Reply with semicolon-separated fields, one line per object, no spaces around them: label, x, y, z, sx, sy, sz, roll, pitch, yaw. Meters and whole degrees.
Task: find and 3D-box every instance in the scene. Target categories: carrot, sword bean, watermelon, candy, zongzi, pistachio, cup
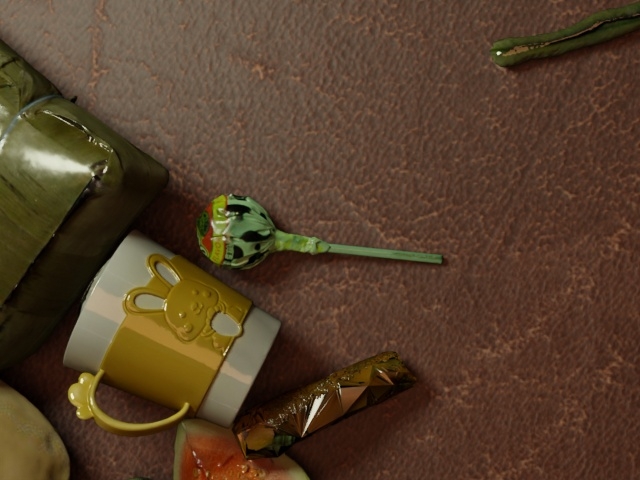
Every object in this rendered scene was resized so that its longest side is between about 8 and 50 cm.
carrot;0.005;0.198;1.428;0.228;0.069;0.069;-24;89;-9
sword bean;0.335;-0.258;1.412;0.269;0.038;0.043;-17;95;8
watermelon;-0.116;0.300;1.454;0.193;0.137;0.145;-34;53;6
candy;0.000;0.000;1.449;0.305;0.083;0.091;5;75;-2
zongzi;-0.427;-0.062;1.440;0.393;0.174;0.356;40;104;14
pistachio;-0.444;0.246;1.450;0.293;0.162;0.181;25;79;3
cup;-0.185;0.133;1.396;0.226;0.185;0.241;26;56;-2

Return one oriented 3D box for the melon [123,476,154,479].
melon;-0.235;0.355;1.461;0.098;0.098;0.131;30;96;5
